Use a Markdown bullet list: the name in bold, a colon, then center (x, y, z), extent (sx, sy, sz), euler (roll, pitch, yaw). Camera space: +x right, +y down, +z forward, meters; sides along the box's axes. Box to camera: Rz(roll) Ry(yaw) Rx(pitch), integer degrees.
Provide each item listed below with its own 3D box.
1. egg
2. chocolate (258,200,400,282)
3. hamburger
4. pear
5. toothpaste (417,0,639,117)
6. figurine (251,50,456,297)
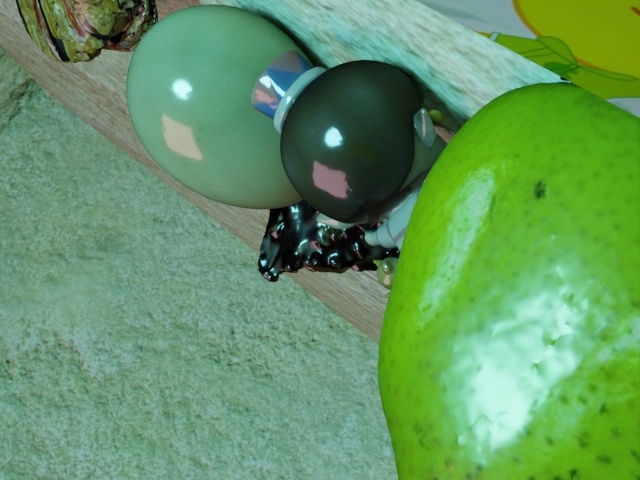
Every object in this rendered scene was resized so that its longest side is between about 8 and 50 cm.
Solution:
- **egg**: center (-0.086, -0.132, 1.174), extent (0.253, 0.189, 0.188), euler (41, 173, -39)
- **chocolate**: center (0.000, 0.000, 1.510), extent (0.206, 0.177, 0.224), euler (41, 173, 1)
- **hamburger**: center (-0.277, -0.303, 1.270), extent (0.231, 0.106, 0.231), euler (41, 148, 32)
- **pear**: center (0.161, 0.077, 0.774), extent (0.342, 0.318, 0.238), euler (33, 173, 33)
- **toothpaste**: center (0.114, -0.103, 0.370), extent (0.327, 0.077, 0.110), euler (20, 164, -29)
- **figurine**: center (0.060, -0.069, 1.016), extent (0.275, 0.161, 0.158), euler (45, -146, -4)
